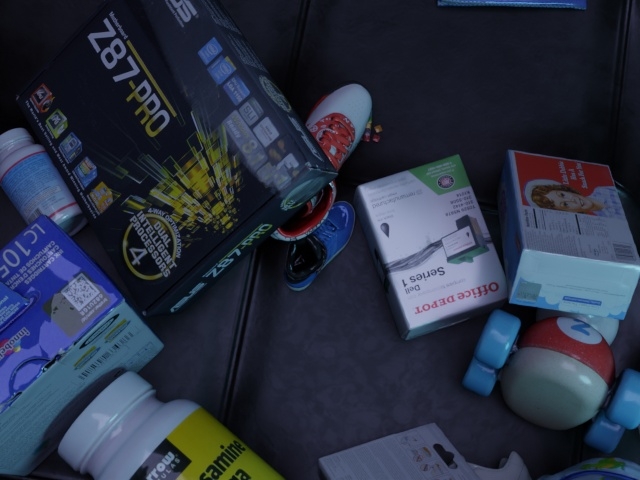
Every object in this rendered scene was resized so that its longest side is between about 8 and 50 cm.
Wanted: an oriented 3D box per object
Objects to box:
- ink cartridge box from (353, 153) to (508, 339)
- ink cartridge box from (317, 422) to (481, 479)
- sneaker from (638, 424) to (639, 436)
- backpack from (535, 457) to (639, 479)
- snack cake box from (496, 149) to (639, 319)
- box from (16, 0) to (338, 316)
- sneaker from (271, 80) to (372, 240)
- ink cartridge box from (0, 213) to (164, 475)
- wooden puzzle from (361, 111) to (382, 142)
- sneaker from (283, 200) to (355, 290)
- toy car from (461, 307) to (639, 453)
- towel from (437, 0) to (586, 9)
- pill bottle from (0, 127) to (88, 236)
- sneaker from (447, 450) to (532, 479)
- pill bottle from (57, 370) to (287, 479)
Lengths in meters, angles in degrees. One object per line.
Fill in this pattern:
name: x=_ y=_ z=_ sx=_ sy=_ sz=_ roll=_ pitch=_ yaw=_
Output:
ink cartridge box: x=0.157 y=0.011 z=1.359 sx=0.160 sy=0.092 sz=0.220 roll=-18 pitch=77 yaw=-6
ink cartridge box: x=0.104 y=0.320 z=1.272 sx=0.179 sy=0.145 sz=0.045 roll=-11 pitch=119 yaw=-19
sneaker: x=0.453 y=0.218 z=1.272 sx=0.094 sy=0.258 sz=0.091 roll=40 pitch=118 yaw=-2
backpack: x=0.376 y=0.434 z=1.145 sx=0.290 sy=0.273 sz=0.356 roll=-31 pitch=83 yaw=17
snack cake box: x=0.327 y=-0.015 z=1.297 sx=0.152 sy=0.089 sz=0.264 roll=8 pitch=34 yaw=2
box: x=-0.205 y=-0.144 z=1.299 sx=0.318 sy=0.097 sz=0.395 roll=-39 pitch=72 yaw=18
sneaker: x=0.004 y=-0.109 z=1.346 sx=0.270 sy=0.145 sz=0.090 roll=-48 pitch=116 yaw=-7
ink cartridge box: x=-0.354 y=0.136 z=1.156 sx=0.270 sy=0.395 sz=0.151 roll=-43 pitch=81 yaw=-11
wooden puzzle: x=0.053 y=-0.175 z=1.445 sx=0.083 sy=0.006 sz=0.049 roll=5 pitch=76 yaw=-1
sneaker: x=0.001 y=0.001 z=1.360 sx=0.058 sy=0.084 sz=0.152 roll=38 pitch=78 yaw=7
toy car: x=0.342 y=0.122 z=1.295 sx=0.219 sy=0.210 sz=0.238 roll=24 pitch=64 yaw=12
towel: x=0.297 y=-0.527 z=1.529 sx=0.243 sy=0.040 sz=0.336 roll=0 pitch=78 yaw=-4
pill bottle: x=-0.403 y=-0.079 z=1.365 sx=0.087 sy=0.087 sz=0.160 roll=-35 pitch=80 yaw=-10
sneaker: x=0.166 y=0.356 z=1.285 sx=0.262 sy=0.099 sz=0.121 roll=-10 pitch=64 yaw=-8
pill bottle: x=-0.164 y=0.327 z=1.222 sx=0.334 sy=0.188 sz=0.188 roll=39 pitch=78 yaw=7
